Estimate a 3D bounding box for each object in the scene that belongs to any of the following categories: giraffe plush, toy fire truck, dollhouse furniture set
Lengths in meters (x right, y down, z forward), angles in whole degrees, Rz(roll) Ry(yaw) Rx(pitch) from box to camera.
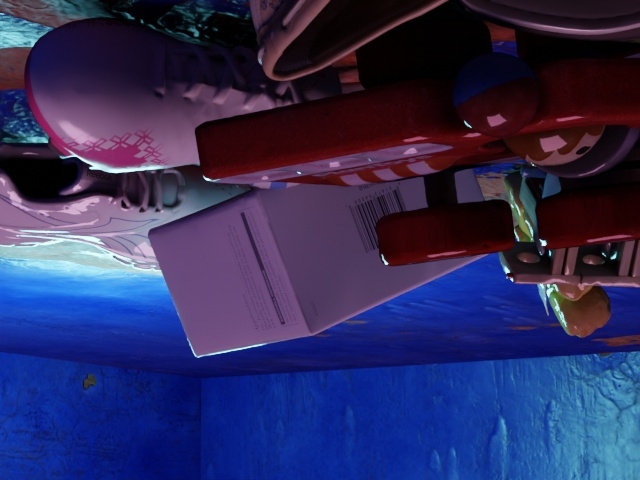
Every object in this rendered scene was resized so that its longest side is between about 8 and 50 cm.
[{"bbox_3d":[0.307,-0.003,1.638,0.170,0.181,0.210,-22,158,1],"label":"giraffe plush"},{"bbox_3d":[0.102,-0.073,1.025,0.302,0.169,0.254,-7,179,30],"label":"toy fire truck"},{"bbox_3d":[0.224,-0.057,1.439,0.128,0.129,0.184,2,-153,-9],"label":"dollhouse furniture set"}]

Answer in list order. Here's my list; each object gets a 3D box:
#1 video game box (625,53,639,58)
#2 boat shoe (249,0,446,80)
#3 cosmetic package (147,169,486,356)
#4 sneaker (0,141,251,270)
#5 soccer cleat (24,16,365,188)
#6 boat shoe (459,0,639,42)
[{"bbox_3d":[0.293,-0.121,1.231,0.205,0.048,0.187,-4,172,18],"label":"video game box"},{"bbox_3d":[0.061,-0.161,0.860,0.104,0.089,0.285,7,167,-35],"label":"boat shoe"},{"bbox_3d":[0.000,0.000,1.426,0.224,0.138,0.224,-23,-176,-31],"label":"cosmetic package"},{"bbox_3d":[-0.202,-0.039,1.504,0.297,0.111,0.129,2,164,-19],"label":"sneaker"},{"bbox_3d":[-0.074,-0.110,1.136,0.143,0.116,0.331,-18,168,28],"label":"soccer cleat"},{"bbox_3d":[0.190,-0.154,0.934,0.227,0.081,0.069,-3,166,-1],"label":"boat shoe"}]
